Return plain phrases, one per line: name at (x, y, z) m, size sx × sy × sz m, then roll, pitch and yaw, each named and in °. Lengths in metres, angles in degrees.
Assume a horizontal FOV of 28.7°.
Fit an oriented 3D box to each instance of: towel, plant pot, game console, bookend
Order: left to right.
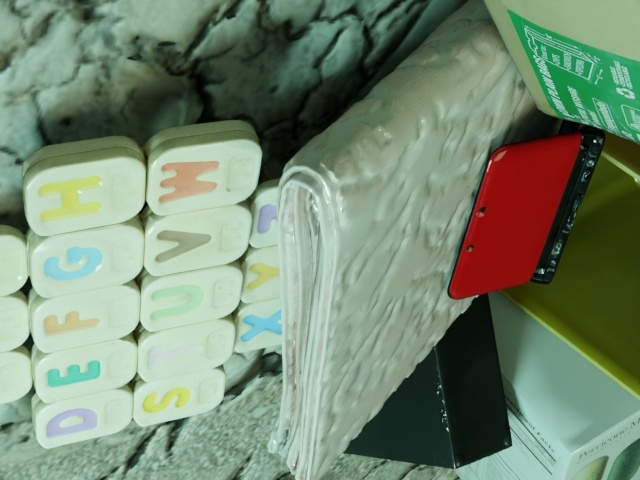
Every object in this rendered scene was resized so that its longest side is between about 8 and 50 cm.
bookend at (0.080, 0.112, 1.113) m, size 0.072 × 0.156 × 0.157 m, roll -13°, pitch -176°, yaw -37°
towel at (0.077, -0.025, 0.871) m, size 0.332 × 0.053 × 0.317 m, roll -45°, pitch 155°, yaw -35°
game console at (0.148, -0.040, 0.921) m, size 0.085 × 0.124 × 0.144 m, roll 10°, pitch 131°, yaw -3°
plant pot at (0.294, -0.022, 1.074) m, size 0.187 × 0.212 × 0.212 m, roll -34°, pitch 151°, yaw -32°

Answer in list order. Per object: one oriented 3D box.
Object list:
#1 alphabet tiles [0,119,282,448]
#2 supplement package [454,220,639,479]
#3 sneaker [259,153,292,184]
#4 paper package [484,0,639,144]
alphabet tiles at (-0.118, 0.039, 0.810) m, size 0.277 × 0.021 × 0.284 m, roll -10°, pitch 141°, yaw -19°
supplement package at (0.241, 0.150, 1.231) m, size 0.199 × 0.198 × 0.263 m, roll -28°, pitch 147°, yaw -18°
sneaker at (0.000, 0.000, 0.899) m, size 0.071 × 0.066 × 0.188 m, roll -50°, pitch 149°, yaw 5°
paper package at (0.221, -0.228, 0.675) m, size 0.309 × 0.168 × 0.325 m, roll -57°, pitch 150°, yaw -6°
